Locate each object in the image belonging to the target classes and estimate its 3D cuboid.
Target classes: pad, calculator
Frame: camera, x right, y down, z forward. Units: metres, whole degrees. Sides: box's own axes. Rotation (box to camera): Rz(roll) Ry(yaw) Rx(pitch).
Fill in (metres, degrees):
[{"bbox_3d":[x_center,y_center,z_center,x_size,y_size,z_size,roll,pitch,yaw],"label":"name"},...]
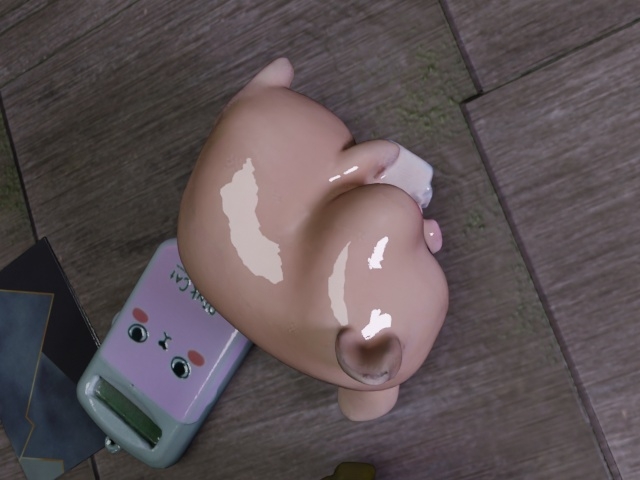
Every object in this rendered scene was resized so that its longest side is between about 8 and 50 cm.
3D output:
[{"bbox_3d":[-0.314,0.137,0.868,0.164,0.004,0.243,-35,75,16],"label":"pad"},{"bbox_3d":[-0.151,0.114,0.783,0.141,0.045,0.246,36,99,20],"label":"calculator"}]

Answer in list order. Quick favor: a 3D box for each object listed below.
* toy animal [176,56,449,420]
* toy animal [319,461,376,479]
[{"bbox_3d":[0.004,0.001,0.667,0.256,0.195,0.213,35,74,18],"label":"toy animal"},{"bbox_3d":[0.065,0.358,0.632,0.181,0.180,0.362,3,110,28],"label":"toy animal"}]
